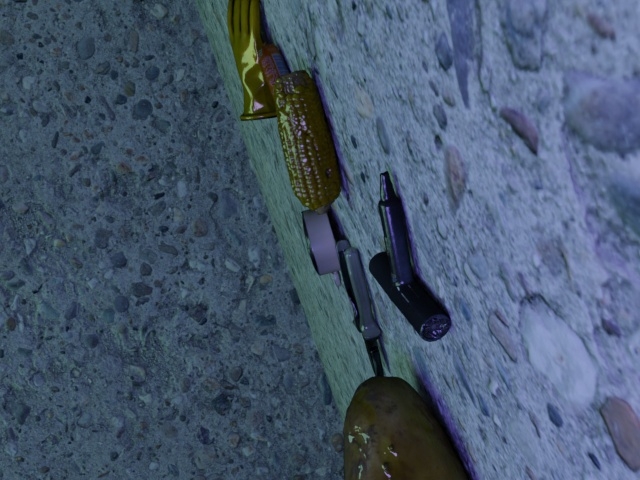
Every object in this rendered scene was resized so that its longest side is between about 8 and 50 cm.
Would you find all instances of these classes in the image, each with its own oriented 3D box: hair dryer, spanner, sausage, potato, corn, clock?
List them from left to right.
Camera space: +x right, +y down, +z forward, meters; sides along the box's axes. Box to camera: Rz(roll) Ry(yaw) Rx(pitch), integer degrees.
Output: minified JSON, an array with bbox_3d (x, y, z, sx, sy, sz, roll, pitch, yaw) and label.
[{"bbox_3d":[-0.056,-0.257,1.104,0.053,0.053,0.347,98,151,-73],"label":"sausage"},{"bbox_3d":[-0.022,-0.166,0.976,0.097,0.097,0.261,-128,23,-65],"label":"corn"},{"bbox_3d":[0.000,0.000,1.232,0.155,0.063,0.229,-105,0,-74],"label":"clock"},{"bbox_3d":[0.090,0.154,1.170,0.095,0.040,0.324,-133,26,-70],"label":"spanner"},{"bbox_3d":[0.125,0.361,0.918,0.229,0.229,0.266,86,167,-61],"label":"potato"},{"bbox_3d":[0.109,0.013,0.728,0.173,0.050,0.194,-127,22,-54],"label":"hair dryer"}]

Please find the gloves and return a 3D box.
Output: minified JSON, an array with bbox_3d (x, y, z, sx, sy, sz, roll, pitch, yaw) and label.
[{"bbox_3d":[-0.150,-0.427,1.248,0.133,0.116,0.294,11,115,48],"label":"gloves"}]
